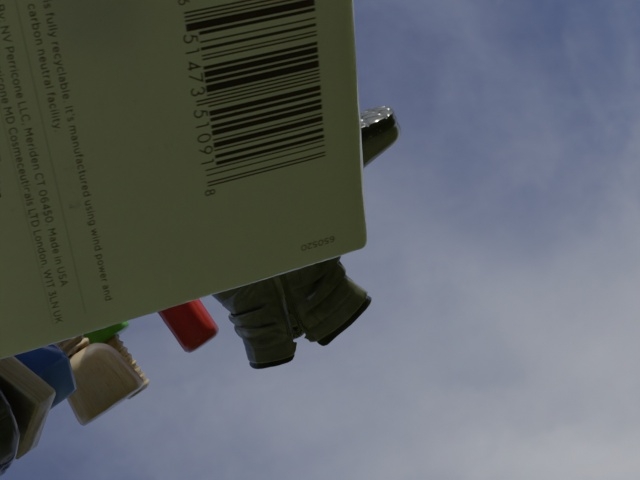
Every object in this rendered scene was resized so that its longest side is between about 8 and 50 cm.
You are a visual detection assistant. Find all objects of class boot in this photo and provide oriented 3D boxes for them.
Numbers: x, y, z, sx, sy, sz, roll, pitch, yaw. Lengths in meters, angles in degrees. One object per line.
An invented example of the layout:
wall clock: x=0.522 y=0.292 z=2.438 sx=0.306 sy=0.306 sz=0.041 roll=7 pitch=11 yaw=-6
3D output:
boot: x=0.000 y=0.000 z=0.927 sx=0.246 sy=0.083 sz=0.161 roll=-34 pitch=-76 yaw=12

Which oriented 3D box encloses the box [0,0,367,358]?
box: x=-0.087 y=-0.073 z=0.433 sx=0.182 sy=0.119 sz=0.181 roll=-17 pitch=-58 yaw=-19

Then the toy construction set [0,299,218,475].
toy construction set: x=-0.242 y=0.035 z=0.516 sx=0.309 sy=0.257 sz=0.237 roll=-33 pitch=-94 yaw=-28
